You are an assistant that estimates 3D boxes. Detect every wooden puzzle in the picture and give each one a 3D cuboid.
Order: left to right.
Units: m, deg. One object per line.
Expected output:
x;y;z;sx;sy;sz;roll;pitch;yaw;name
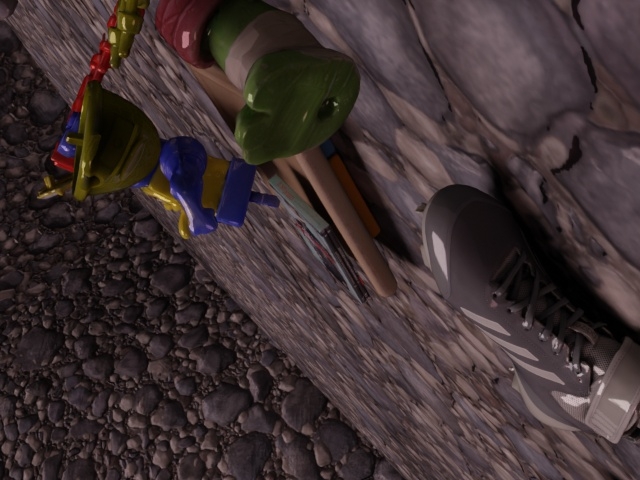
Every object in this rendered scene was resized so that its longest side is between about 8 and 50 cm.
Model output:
-0.026;-0.076;0.784;0.238;0.044;0.221;43;169;49;wooden puzzle

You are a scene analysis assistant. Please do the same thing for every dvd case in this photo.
0.000;0.000;0.768;0.087;0.013;0.119;45;170;39;dvd case

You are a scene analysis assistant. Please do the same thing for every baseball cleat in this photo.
0.141;0.046;0.509;0.109;0.072;0.206;10;146;52;baseball cleat

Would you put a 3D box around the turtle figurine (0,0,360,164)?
-0.096;-0.164;0.343;0.266;0.198;0.275;40;170;24;turtle figurine

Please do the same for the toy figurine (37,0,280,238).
-0.121;-0.090;0.791;0.217;0.191;0.362;22;175;-20;toy figurine
